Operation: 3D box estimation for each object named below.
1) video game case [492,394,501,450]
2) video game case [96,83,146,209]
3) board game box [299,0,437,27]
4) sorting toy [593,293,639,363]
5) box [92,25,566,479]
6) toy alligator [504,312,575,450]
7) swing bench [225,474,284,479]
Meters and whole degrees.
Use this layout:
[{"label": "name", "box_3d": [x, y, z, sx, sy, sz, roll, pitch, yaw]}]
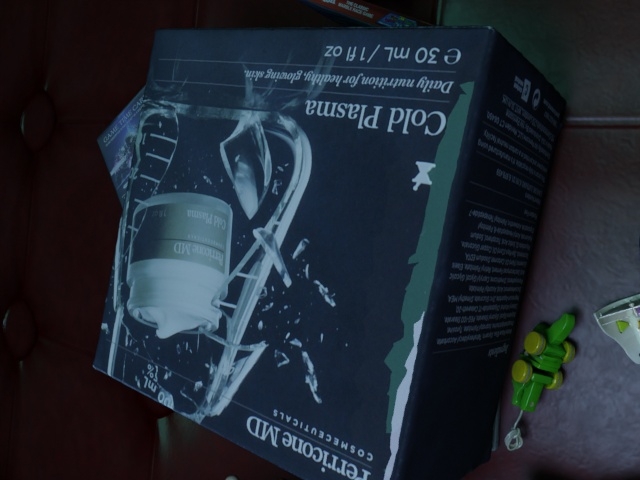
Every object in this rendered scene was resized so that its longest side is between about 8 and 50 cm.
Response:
[{"label": "video game case", "box_3d": [0.159, 0.186, 0.858, 0.190, 0.022, 0.173, 3, 90, 35]}, {"label": "video game case", "box_3d": [-0.342, -0.147, 1.208, 0.196, 0.026, 0.274, -36, 68, 28]}, {"label": "board game box", "box_3d": [0.089, -0.297, 0.847, 0.281, 0.145, 0.027, 33, 105, 30]}, {"label": "sorting toy", "box_3d": [0.374, 0.102, 0.704, 0.083, 0.045, 0.075, -26, 82, 33]}, {"label": "box", "box_3d": [0.000, 0.000, 0.795, 0.479, 0.297, 0.472, 13, 95, 35]}, {"label": "toy alligator", "box_3d": [0.265, 0.170, 0.772, 0.051, 0.056, 0.190, -122, 50, -70]}, {"label": "swing bench", "box_3d": [-0.021, 0.435, 0.832, 0.165, 0.253, 0.255, -48, 63, 24]}]
